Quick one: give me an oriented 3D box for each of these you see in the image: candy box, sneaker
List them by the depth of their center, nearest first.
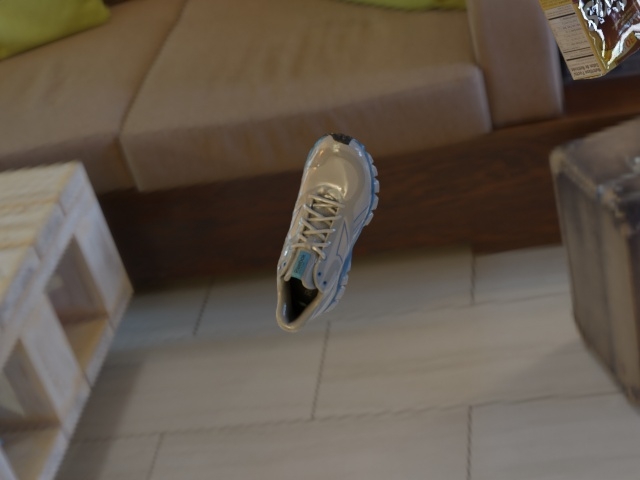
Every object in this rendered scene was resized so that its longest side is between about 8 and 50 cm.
[{"bbox_3d":[0.000,0.000,1.033,0.071,0.191,0.083,17,28,13],"label":"sneaker"},{"bbox_3d":[0.278,-0.276,1.231,0.109,0.187,0.053,-37,18,-26],"label":"candy box"}]
